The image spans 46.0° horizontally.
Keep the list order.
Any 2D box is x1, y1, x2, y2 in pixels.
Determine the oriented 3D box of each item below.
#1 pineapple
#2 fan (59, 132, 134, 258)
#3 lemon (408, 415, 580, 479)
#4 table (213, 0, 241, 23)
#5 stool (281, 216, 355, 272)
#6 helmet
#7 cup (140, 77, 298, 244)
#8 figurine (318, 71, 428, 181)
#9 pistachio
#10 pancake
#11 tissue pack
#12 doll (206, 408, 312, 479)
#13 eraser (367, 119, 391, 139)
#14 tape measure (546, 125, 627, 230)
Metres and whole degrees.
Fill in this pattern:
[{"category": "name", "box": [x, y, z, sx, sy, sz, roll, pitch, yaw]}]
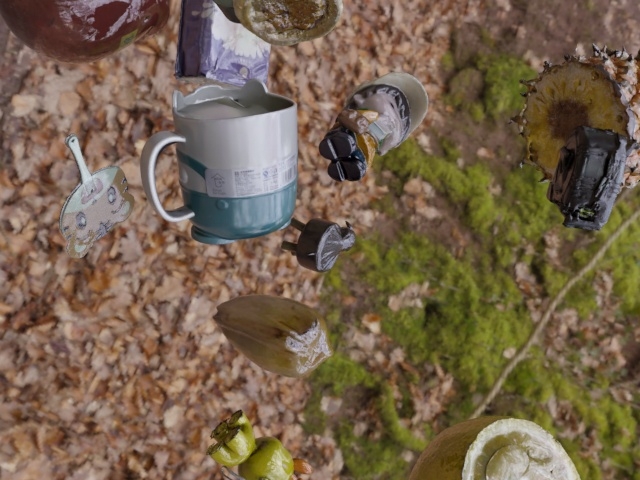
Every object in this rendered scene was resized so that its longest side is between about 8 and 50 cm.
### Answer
[{"category": "pineapple", "box": [0.633, -0.272, 1.697, 0.300, 0.352, 0.353, -18, 129, -42]}, {"category": "fan", "box": [-0.357, -0.079, 1.171, 0.152, 0.008, 0.227, -49, 155, -33]}, {"category": "lemon", "box": [0.332, 0.545, 1.546, 0.364, 0.364, 0.364, 19, 90, -73]}, {"category": "table", "box": [-0.115, -0.424, 1.247, 0.043, 0.133, 0.134, 48, 62, -53]}, {"category": "stool", "box": [0.000, 0.000, 1.817, 0.217, 0.121, 0.125, -25, 127, -54]}, {"category": "helmet", "box": [-0.497, -0.465, 1.439, 0.337, 0.385, 0.230, 46, 64, -21]}, {"category": "cup", "box": [-0.176, -0.133, 1.340, 0.289, 0.219, 0.258, -16, 119, -30]}, {"category": "figurine", "box": [0.099, -0.262, 1.769, 0.332, 0.204, 0.185, -39, 119, -34]}, {"category": "pistachio", "box": [-0.100, 0.195, 1.622, 0.163, 0.260, 0.212, -64, 150, -7]}, {"category": "pancake", "box": [-0.039, -0.284, 0.914, 0.139, 0.139, 0.022, 72, 10, -63]}, {"category": "tissue pack", "box": [-0.217, -0.530, 1.774, 0.242, 0.125, 0.344, 1, 95, -57]}, {"category": "doll", "box": [-0.119, 0.442, 1.501, 0.143, 0.221, 0.135, -37, -162, 8]}, {"category": "eraser", "box": [0.117, -0.219, 1.489, 0.019, 0.038, 0.083, -43, 178, 19]}, {"category": "tape measure", "box": [0.510, -0.130, 1.455, 0.199, 0.112, 0.186, -77, 180, -70]}]
